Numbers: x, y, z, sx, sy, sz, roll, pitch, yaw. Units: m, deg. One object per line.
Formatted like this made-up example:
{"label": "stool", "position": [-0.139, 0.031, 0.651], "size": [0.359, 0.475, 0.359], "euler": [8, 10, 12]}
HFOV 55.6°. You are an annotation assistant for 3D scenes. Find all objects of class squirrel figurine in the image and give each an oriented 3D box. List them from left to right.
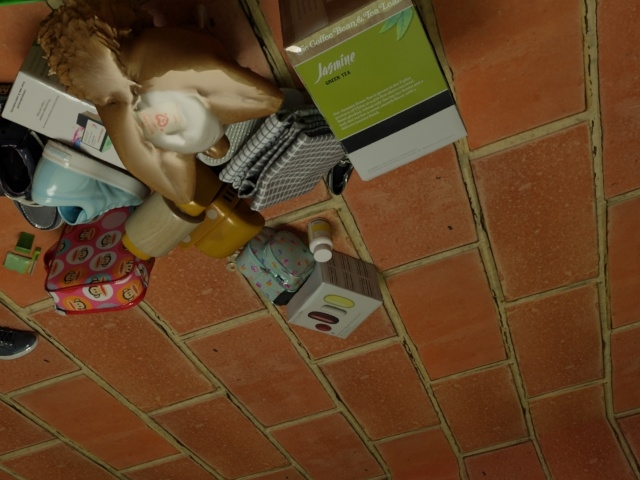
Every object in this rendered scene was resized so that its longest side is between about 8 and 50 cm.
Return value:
{"label": "squirrel figurine", "position": [-0.289, -0.322, 1.090], "size": [0.397, 0.370, 0.281], "euler": [28, 122, -24]}

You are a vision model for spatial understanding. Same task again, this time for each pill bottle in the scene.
{"label": "pill bottle", "position": [0.000, 0.000, 1.615], "size": [0.065, 0.116, 0.065], "euler": [-4, 134, -4]}

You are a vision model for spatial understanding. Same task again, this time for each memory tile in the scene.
{"label": "memory tile", "position": [-0.186, 0.062, 1.721], "size": [0.148, 0.012, 0.113], "euler": [13, 131, -21]}

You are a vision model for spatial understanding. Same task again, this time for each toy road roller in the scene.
{"label": "toy road roller", "position": [-0.266, -0.052, 1.385], "size": [0.203, 0.329, 0.240], "euler": [-38, 105, 25]}

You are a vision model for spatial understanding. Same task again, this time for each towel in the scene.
{"label": "towel", "position": [-0.047, -0.188, 1.323], "size": [0.235, 0.121, 0.284], "euler": [-42, 170, 35]}

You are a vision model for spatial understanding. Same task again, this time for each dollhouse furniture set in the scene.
{"label": "dollhouse furniture set", "position": [-0.785, 0.051, 1.592], "size": [0.076, 0.058, 0.151], "euler": [20, 128, -25]}

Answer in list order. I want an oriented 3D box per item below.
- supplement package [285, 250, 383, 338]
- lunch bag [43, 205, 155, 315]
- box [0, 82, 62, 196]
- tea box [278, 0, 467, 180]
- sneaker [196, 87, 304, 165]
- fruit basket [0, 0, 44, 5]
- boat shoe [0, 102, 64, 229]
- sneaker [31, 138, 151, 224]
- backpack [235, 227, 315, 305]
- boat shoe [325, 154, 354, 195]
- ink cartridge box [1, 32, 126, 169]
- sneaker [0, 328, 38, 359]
{"label": "supplement package", "position": [0.032, 0.152, 1.746], "size": [0.203, 0.149, 0.194], "euler": [20, 128, -26]}
{"label": "lunch bag", "position": [-0.537, 0.040, 1.455], "size": [0.259, 0.293, 0.120], "euler": [-7, 133, 4]}
{"label": "box", "position": [-0.689, -0.217, 1.344], "size": [0.217, 0.060, 0.270], "euler": [-1, 134, -9]}
{"label": "tea box", "position": [0.090, -0.355, 1.135], "size": [0.220, 0.328, 0.323], "euler": [-23, 132, 14]}
{"label": "sneaker", "position": [-0.182, -0.276, 1.338], "size": [0.282, 0.161, 0.102], "euler": [-30, 130, -25]}
{"label": "fruit basket", "position": [-0.447, -0.510, 0.907], "size": [0.392, 0.283, 0.391], "euler": [16, 122, 28]}
{"label": "boat shoe", "position": [-0.630, -0.115, 1.298], "size": [0.127, 0.158, 0.340], "euler": [-1, 134, -8]}
{"label": "sneaker", "position": [-0.504, -0.105, 1.318], "size": [0.150, 0.135, 0.366], "euler": [-61, 165, -1]}
{"label": "backpack", "position": [-0.119, 0.056, 1.608], "size": [0.188, 0.166, 0.144], "euler": [37, 128, 5]}
{"label": "boat shoe", "position": [0.064, -0.197, 1.468], "size": [0.075, 0.064, 0.206], "euler": [8, 132, -15]}
{"label": "ink cartridge box", "position": [-0.455, -0.279, 1.217], "size": [0.278, 0.201, 0.117], "euler": [24, 126, -28]}
{"label": "sneaker", "position": [-0.957, 0.271, 1.762], "size": [0.227, 0.086, 0.163], "euler": [-3, 137, -4]}
